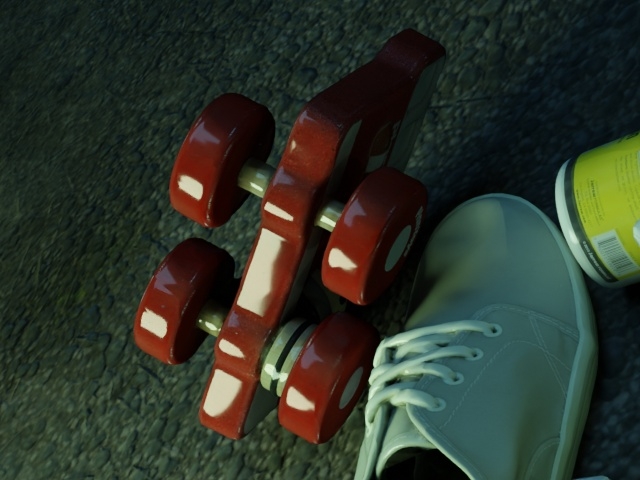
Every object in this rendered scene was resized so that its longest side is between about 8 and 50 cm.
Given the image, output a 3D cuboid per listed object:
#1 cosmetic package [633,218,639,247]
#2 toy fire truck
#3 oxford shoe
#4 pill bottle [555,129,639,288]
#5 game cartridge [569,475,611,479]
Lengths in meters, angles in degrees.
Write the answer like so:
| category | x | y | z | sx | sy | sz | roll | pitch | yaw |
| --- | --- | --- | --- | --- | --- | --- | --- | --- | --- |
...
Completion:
| category | x | y | z | sx | sy | sz | roll | pitch | yaw |
| --- | --- | --- | --- | --- | --- | --- | --- | --- | --- |
| cosmetic package | 0.394 | -0.053 | 1.065 | 0.385 | 0.217 | 0.156 | -45 | 34 | -4 |
| toy fire truck | 0.000 | 0.000 | 1.464 | 0.254 | 0.169 | 0.302 | -37 | -31 | -57 |
| oxford shoe | 0.094 | 0.119 | 1.319 | 0.169 | 0.130 | 0.449 | -25 | 36 | 34 |
| pill bottle | 0.266 | -0.039 | 1.324 | 0.184 | 0.103 | 0.103 | -21 | 40 | 31 |
| game cartridge | 0.153 | 0.286 | 1.010 | 0.060 | 0.196 | 0.294 | -16 | 42 | 35 |
